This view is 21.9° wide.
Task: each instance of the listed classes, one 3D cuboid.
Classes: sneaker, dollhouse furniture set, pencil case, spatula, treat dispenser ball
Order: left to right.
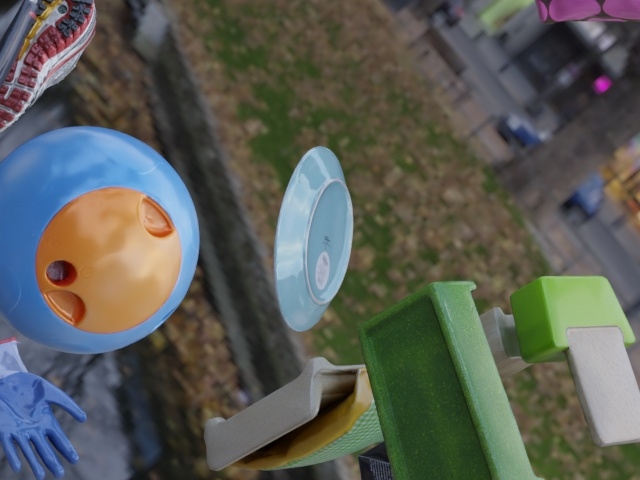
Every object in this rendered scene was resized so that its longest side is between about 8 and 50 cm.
[{"bbox_3d":[-0.330,-0.189,1.873,0.088,0.225,0.093,41,-9,14],"label":"sneaker"},{"bbox_3d":[-0.292,-0.263,1.673,0.030,0.296,0.084,16,-11,14],"label":"spatula"},{"bbox_3d":[-0.297,0.000,2.092,0.288,0.288,0.288,48,11,-12],"label":"treat dispenser ball"},{"bbox_3d":[0.077,0.154,1.236,0.197,0.301,0.151,0,66,-42],"label":"dollhouse furniture set"},{"bbox_3d":[0.312,-0.251,1.613,0.098,0.209,0.095,73,25,-56],"label":"pencil case"}]

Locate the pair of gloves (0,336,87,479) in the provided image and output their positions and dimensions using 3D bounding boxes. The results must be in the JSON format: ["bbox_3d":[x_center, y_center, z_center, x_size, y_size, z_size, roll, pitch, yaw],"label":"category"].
[{"bbox_3d":[-0.320,0.172,1.534,0.159,0.198,0.023,60,-30,25],"label":"pair of gloves"}]

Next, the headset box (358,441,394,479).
[{"bbox_3d":[0.168,0.329,1.528,0.293,0.110,0.218,47,21,-31],"label":"headset box"}]

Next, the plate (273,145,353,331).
[{"bbox_3d":[0.000,0.000,1.651,0.024,0.188,0.188,7,-5,20],"label":"plate"}]
